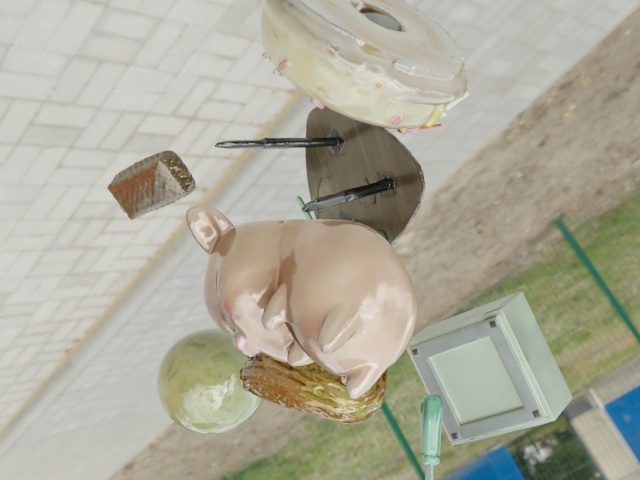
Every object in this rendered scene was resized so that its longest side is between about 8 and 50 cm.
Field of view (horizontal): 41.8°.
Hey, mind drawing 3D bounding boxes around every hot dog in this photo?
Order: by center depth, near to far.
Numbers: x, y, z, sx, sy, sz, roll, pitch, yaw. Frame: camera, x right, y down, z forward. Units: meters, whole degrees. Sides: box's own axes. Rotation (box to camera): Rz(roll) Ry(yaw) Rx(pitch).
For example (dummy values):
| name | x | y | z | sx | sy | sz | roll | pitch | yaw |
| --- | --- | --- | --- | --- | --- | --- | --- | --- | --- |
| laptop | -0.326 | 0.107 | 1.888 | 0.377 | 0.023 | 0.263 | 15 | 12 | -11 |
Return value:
| name | x | y | z | sx | sy | sz | roll | pitch | yaw |
| --- | --- | --- | --- | --- | --- | --- | --- | --- | --- |
| hot dog | -0.012 | 0.221 | 1.400 | 0.196 | 0.122 | 0.272 | -17 | -167 | -36 |

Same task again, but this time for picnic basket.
| name | x | y | z | sx | sy | sz | roll | pitch | yaw |
| --- | --- | --- | --- | --- | --- | --- | --- | --- | --- |
| picnic basket | -0.350 | -0.110 | 1.715 | 0.193 | 0.110 | 0.055 | -20 | -158 | 37 |

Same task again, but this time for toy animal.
| name | x | y | z | sx | sy | sz | roll | pitch | yaw |
| --- | --- | --- | --- | --- | --- | --- | --- | --- | --- |
| toy animal | -0.017 | 0.048 | 0.825 | 0.154 | 0.250 | 0.166 | -45 | 129 | -31 |

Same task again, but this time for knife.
| name | x | y | z | sx | sy | sz | roll | pitch | yaw |
| --- | --- | --- | --- | --- | --- | --- | --- | --- | --- |
| knife | 0.175 | 0.382 | 1.355 | 0.034 | 0.261 | 0.063 | 5 | 167 | -6 |

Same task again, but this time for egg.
| name | x | y | z | sx | sy | sz | roll | pitch | yaw |
| --- | --- | --- | --- | --- | --- | --- | --- | --- | --- |
| egg | -0.216 | 0.296 | 1.771 | 0.218 | 0.218 | 0.295 | -35 | 160 | 17 |

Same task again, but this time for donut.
| name | x | y | z | sx | sy | sz | roll | pitch | yaw |
| --- | --- | --- | --- | --- | --- | --- | --- | --- | --- |
| donut | 0.067 | -0.319 | 1.402 | 0.382 | 0.383 | 0.142 | -7 | 138 | -45 |

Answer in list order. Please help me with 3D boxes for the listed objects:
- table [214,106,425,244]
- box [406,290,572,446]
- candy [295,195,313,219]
| name | x | y | z | sx | sy | sz | roll | pitch | yaw |
| --- | --- | --- | --- | --- | --- | --- | --- | --- | --- |
| table | -0.010 | -0.080 | 1.487 | 0.249 | 0.317 | 0.317 | -17 | 157 | -39 |
| box | 0.314 | 0.249 | 1.586 | 0.225 | 0.225 | 0.117 | -27 | 177 | 35 |
| candy | 0.000 | 0.000 | 1.390 | 0.062 | 0.194 | 0.058 | -38 | 150 | 20 |
